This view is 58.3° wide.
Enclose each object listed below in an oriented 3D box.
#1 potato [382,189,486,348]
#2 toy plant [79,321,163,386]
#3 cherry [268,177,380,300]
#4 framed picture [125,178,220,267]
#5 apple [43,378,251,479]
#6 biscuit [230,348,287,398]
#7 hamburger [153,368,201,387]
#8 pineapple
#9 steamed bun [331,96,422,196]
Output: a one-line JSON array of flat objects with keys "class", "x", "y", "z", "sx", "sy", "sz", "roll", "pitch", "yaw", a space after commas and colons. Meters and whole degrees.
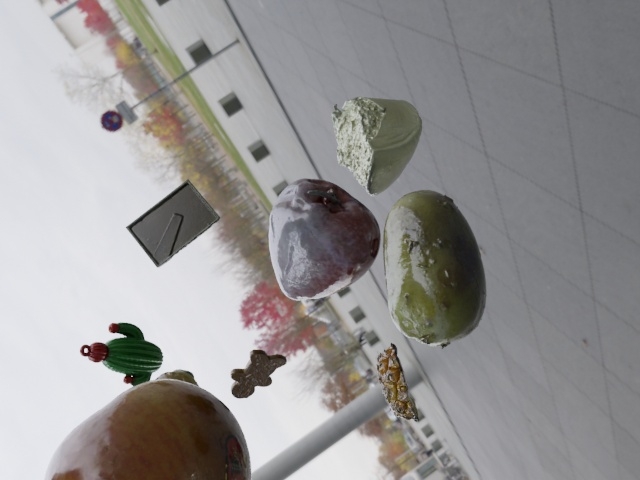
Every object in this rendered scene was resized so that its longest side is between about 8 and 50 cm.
[{"class": "potato", "x": 0.214, "y": 0.049, "z": 1.084, "sx": 0.173, "sy": 0.210, "sz": 0.307, "roll": -24, "pitch": 70, "yaw": 48}, {"class": "toy plant", "x": -0.530, "y": 0.300, "z": 1.561, "sx": 0.240, "sy": 0.088, "sz": 0.155, "roll": 49, "pitch": -140, "yaw": -34}, {"class": "cherry", "x": -0.010, "y": -0.009, "z": 1.604, "sx": 0.326, "sy": 0.335, "sz": 0.291, "roll": 57, "pitch": -144, "yaw": 3}, {"class": "framed picture", "x": -0.491, "y": -0.058, "z": 1.914, "sx": 0.192, "sy": 0.265, "sz": 0.018, "roll": 49, "pitch": 172, "yaw": 17}, {"class": "apple", "x": -0.334, "y": 0.457, "z": 1.130, "sx": 0.400, "sy": 0.400, "sz": 0.334, "roll": 66, "pitch": -178, "yaw": -68}, {"class": "biscuit", "x": -0.198, "y": 0.393, "z": 1.685, "sx": 0.138, "sy": 0.205, "sz": 0.031, "roll": 19, "pitch": -150, "yaw": -29}, {"class": "hamburger", "x": -0.555, "y": 0.607, "z": 2.083, "sx": 0.285, "sy": 0.265, "sz": 0.134, "roll": 46, "pitch": -176, "yaw": 39}, {"class": "pineapple", "x": 0.195, "y": 0.378, "z": 1.505, "sx": 0.225, "sy": 0.076, "sz": 0.225, "roll": -17, "pitch": -90, "yaw": -87}, {"class": "steamed bun", "x": 0.184, "y": -0.285, "z": 1.835, "sx": 0.290, "sy": 0.273, "sz": 0.272, "roll": 103, "pitch": 159, "yaw": -68}]
